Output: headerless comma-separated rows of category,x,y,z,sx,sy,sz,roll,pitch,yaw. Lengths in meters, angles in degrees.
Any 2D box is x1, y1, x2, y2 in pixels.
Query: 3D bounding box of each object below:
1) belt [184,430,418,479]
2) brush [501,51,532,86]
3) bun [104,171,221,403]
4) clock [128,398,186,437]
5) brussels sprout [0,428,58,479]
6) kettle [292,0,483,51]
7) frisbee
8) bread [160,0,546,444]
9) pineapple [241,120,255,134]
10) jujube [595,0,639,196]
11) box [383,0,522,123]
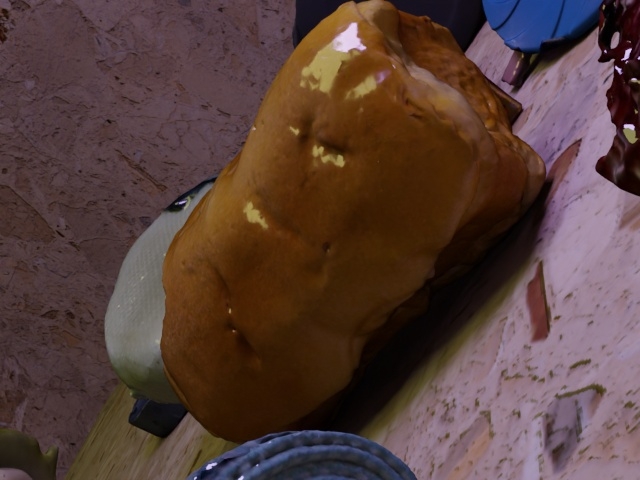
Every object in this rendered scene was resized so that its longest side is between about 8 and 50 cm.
belt,-0.019,0.162,0.441,0.163,0.148,0.082,-29,-13,-33
brush,0.225,-0.264,0.899,0.301,0.071,0.084,-61,10,14
bun,-0.092,0.064,1.169,0.283,0.179,0.283,-33,35,27
clock,-0.205,0.177,1.771,0.313,0.061,0.312,-56,8,12
brussels sprout,-0.322,0.301,0.650,0.361,0.343,0.425,-17,-13,6
kettle,0.126,-0.362,1.414,0.361,0.250,0.377,-27,17,9
frisbee,0.190,-0.270,0.869,0.242,0.045,0.242,-40,44,53
bread,-0.003,0.002,0.772,0.344,0.148,0.195,-52,50,35
pineapple,0.025,-0.274,1.780,0.335,0.158,0.161,-58,8,3
jujube,0.166,-0.079,0.428,0.104,0.104,0.166,-46,25,54
box,0.058,-0.103,1.025,0.197,0.089,0.313,-56,19,14
